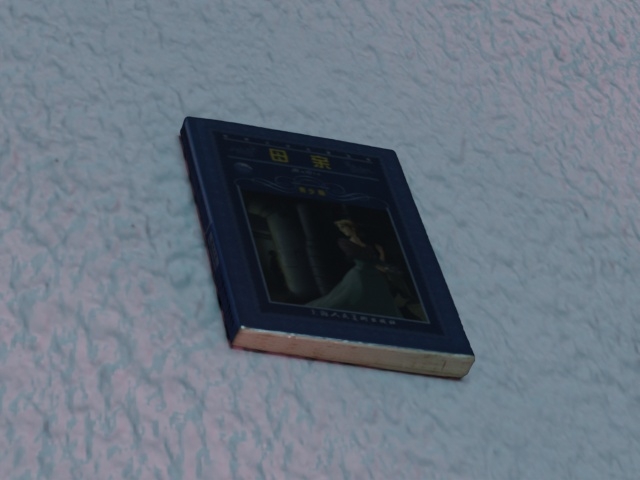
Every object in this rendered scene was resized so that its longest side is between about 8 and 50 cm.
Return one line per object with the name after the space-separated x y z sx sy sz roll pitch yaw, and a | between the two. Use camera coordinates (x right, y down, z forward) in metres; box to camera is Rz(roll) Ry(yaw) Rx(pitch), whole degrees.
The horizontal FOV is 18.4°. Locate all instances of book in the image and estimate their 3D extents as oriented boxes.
0.000 0.000 1.537 0.191 0.025 0.269 9 35 -21 | book
